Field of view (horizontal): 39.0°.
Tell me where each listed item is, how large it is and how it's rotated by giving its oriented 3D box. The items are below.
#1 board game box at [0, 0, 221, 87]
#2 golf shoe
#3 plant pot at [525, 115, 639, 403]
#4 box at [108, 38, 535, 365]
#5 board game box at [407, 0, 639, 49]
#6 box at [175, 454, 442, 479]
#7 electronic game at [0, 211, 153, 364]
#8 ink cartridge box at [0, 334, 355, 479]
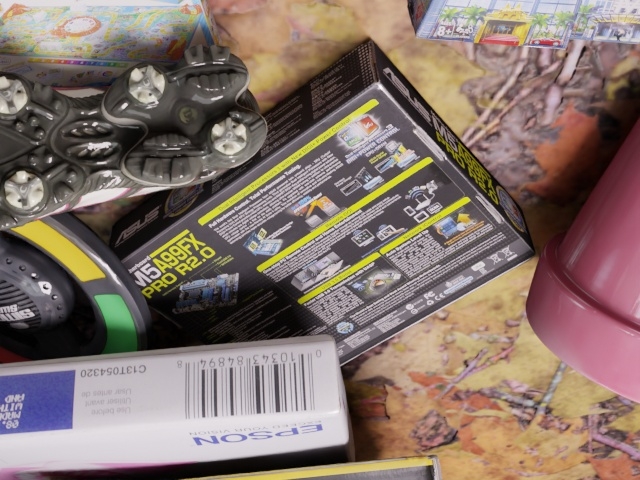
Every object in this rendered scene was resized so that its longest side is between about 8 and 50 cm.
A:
[{"bbox_3d":[-0.153,-0.151,0.594,0.154,0.026,0.103,-11,133,6],"label":"board game box"},{"bbox_3d":[-0.173,-0.056,0.593,0.273,0.105,0.120,-7,174,-13],"label":"golf shoe"},{"bbox_3d":[0.275,0.002,0.668,0.201,0.201,0.180,8,116,-11],"label":"plant pot"},{"bbox_3d":[0.000,0.000,0.722,0.270,0.060,0.216,-33,126,23],"label":"box"},{"bbox_3d":[0.164,-0.213,0.539,0.194,0.060,0.194,2,133,-6],"label":"board game box"},{"bbox_3d":[-0.065,0.252,0.801,0.322,0.079,0.257,-5,160,-2],"label":"box"},{"bbox_3d":[-0.236,0.038,0.704,0.229,0.048,0.229,13,136,13],"label":"electronic game"},{"bbox_3d":[-0.135,0.174,0.784,0.324,0.071,0.330,-6,154,2],"label":"ink cartridge box"}]
